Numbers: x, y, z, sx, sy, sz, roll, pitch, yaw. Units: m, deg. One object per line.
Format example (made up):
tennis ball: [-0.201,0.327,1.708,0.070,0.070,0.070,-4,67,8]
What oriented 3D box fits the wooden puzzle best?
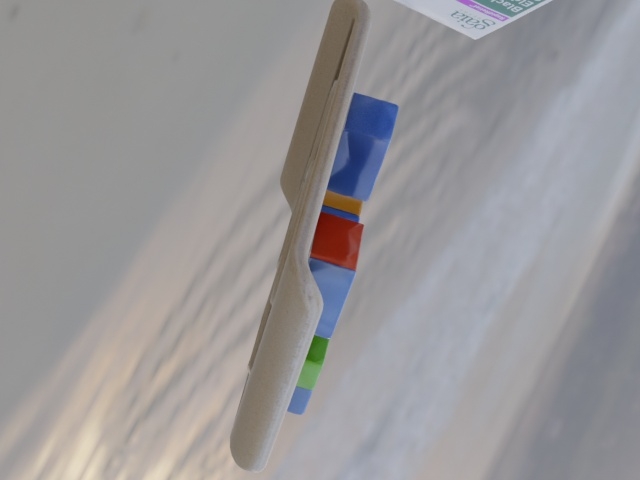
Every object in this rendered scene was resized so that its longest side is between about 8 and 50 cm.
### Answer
wooden puzzle: [0.000,0.000,1.798,0.322,0.080,0.348,108,-7,-53]

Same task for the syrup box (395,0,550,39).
syrup box: [0.157,-0.241,1.455,0.237,0.093,0.096,-24,-130,53]
